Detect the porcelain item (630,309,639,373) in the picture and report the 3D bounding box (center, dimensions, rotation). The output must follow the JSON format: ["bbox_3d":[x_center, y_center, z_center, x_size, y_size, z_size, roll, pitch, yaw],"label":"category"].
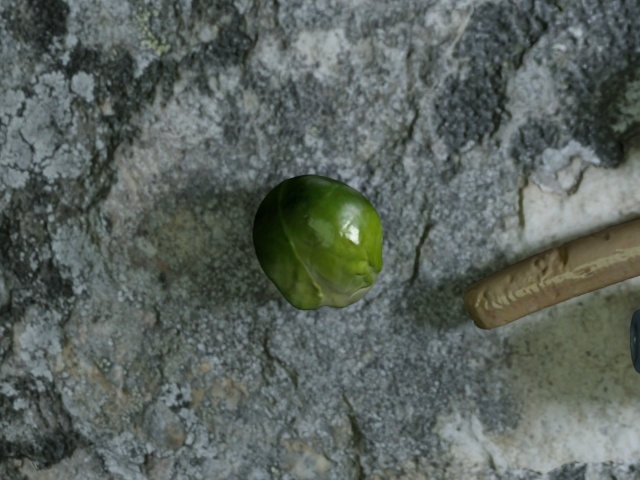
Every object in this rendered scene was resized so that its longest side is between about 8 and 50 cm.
[{"bbox_3d":[0.445,0.101,0.992,0.259,0.141,0.141,-2,103,8],"label":"porcelain item"}]

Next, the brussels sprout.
[{"bbox_3d":[0.002,-0.003,1.097,0.155,0.117,0.155,7,133,7],"label":"brussels sprout"}]

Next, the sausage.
[{"bbox_3d":[0.293,0.024,1.051,0.301,0.066,0.066,-20,97,17],"label":"sausage"}]
